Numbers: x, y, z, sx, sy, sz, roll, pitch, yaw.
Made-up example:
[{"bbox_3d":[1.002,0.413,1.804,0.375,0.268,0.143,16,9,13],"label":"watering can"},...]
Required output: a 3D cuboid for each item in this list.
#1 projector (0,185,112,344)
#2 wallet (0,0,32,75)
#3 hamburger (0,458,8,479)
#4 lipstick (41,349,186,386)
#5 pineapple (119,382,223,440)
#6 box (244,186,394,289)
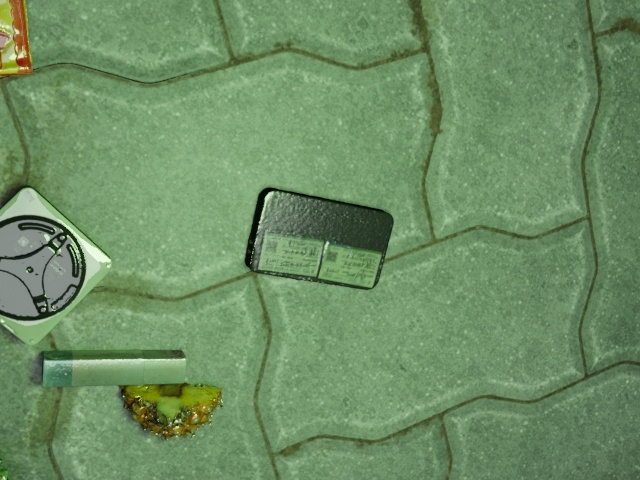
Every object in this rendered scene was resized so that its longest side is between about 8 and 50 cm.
[{"bbox_3d":[-0.627,0.056,1.645,0.259,0.079,0.257,-46,112,-7],"label":"projector"},{"bbox_3d":[-0.658,-0.450,1.529,0.141,0.067,0.241,-8,104,-21],"label":"wallet"},{"bbox_3d":[-0.804,0.562,1.610,0.276,0.150,0.260,-23,67,0],"label":"hamburger"},{"bbox_3d":[-0.474,0.294,1.763,0.317,0.066,0.068,3,101,-21],"label":"lipstick"},{"bbox_3d":[-0.348,0.426,1.795,0.250,0.164,0.140,6,107,-25],"label":"pineapple"},{"bbox_3d":[0.000,0.000,1.883,0.350,0.058,0.211,11,100,-22],"label":"box"}]
